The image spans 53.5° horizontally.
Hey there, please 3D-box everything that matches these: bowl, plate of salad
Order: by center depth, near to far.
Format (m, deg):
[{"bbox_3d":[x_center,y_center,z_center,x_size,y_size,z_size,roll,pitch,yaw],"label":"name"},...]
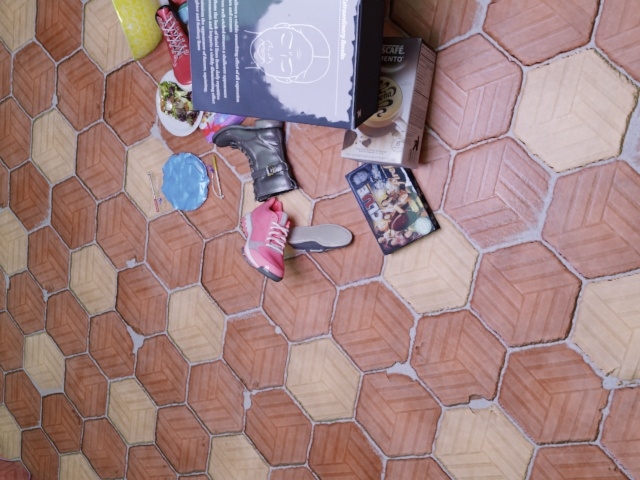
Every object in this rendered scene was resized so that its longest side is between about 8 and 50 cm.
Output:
[{"bbox_3d":[-0.535,-0.700,1.895,0.155,0.289,0.290,-22,87,-9],"label":"bowl"},{"bbox_3d":[-0.430,-0.414,1.905,0.199,0.048,0.200,7,103,32],"label":"plate of salad"}]

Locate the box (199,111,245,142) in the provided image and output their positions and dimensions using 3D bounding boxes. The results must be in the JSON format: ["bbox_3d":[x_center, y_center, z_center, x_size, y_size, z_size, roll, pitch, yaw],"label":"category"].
[{"bbox_3d":[-0.271,-0.451,1.863,0.293,0.057,0.201,-36,79,31],"label":"box"}]

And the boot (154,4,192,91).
[{"bbox_3d":[-0.409,-0.553,1.802,0.088,0.176,0.244,-22,56,0],"label":"boot"}]

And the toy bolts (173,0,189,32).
[{"bbox_3d":[-0.350,-0.674,1.800,0.228,0.218,0.159,-14,99,50],"label":"toy bolts"}]

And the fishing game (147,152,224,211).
[{"bbox_3d":[-0.430,-0.187,2.020,0.263,0.041,0.189,-13,93,24],"label":"fishing game"}]

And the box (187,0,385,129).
[{"bbox_3d":[-0.073,-0.433,1.420,0.395,0.212,0.294,11,116,17],"label":"box"}]

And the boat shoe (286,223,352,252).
[{"bbox_3d":[0.000,0.000,1.800,0.205,0.075,0.065,1,143,25],"label":"boat shoe"}]

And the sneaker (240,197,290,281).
[{"bbox_3d":[-0.142,-0.017,1.766,0.136,0.115,0.314,-45,34,18],"label":"sneaker"}]

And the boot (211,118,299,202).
[{"bbox_3d":[-0.194,-0.223,1.832,0.262,0.091,0.229,-8,90,29],"label":"boot"}]

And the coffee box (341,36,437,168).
[{"bbox_3d":[0.168,-0.337,1.562,0.168,0.118,0.298,11,94,29],"label":"coffee box"}]

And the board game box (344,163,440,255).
[{"bbox_3d":[0.186,-0.103,1.667,0.165,0.042,0.244,-30,83,31],"label":"board game box"}]
